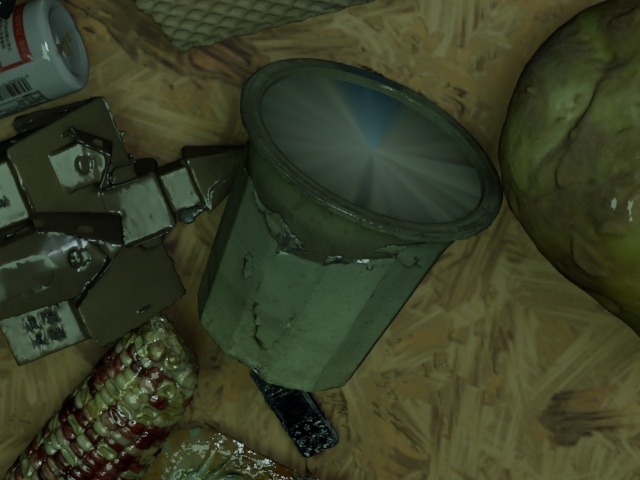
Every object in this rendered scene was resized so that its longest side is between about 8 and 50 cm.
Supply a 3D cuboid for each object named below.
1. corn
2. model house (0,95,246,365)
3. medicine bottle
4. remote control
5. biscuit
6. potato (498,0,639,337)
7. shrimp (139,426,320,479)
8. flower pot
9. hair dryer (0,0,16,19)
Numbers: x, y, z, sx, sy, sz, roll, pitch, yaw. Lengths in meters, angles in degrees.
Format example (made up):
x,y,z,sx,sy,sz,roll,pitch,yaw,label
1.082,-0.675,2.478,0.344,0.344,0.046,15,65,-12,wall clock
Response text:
x,y,z,sx,sy,sz,roll,pitch,yaw,label
-0.195,0.179,1.584,0.098,0.098,0.290,36,110,-5,corn
-0.156,-0.022,1.483,0.248,0.176,0.181,-23,107,0,model house
-0.260,-0.135,1.484,0.140,0.079,0.079,-18,107,15,medicine bottle
-0.022,0.138,1.585,0.039,0.014,0.096,-27,105,17,remote control
0.030,-0.220,1.395,0.379,0.054,0.094,-13,151,13,biscuit
0.278,-0.078,1.347,0.289,0.301,0.237,-25,76,-21,potato
-0.069,0.208,1.603,0.184,0.043,0.091,8,108,7,shrimp
0.000,0.000,1.436,0.212,0.212,0.202,28,119,-2,flower pot
-0.410,-0.179,1.433,0.284,0.156,0.320,37,108,23,hair dryer
